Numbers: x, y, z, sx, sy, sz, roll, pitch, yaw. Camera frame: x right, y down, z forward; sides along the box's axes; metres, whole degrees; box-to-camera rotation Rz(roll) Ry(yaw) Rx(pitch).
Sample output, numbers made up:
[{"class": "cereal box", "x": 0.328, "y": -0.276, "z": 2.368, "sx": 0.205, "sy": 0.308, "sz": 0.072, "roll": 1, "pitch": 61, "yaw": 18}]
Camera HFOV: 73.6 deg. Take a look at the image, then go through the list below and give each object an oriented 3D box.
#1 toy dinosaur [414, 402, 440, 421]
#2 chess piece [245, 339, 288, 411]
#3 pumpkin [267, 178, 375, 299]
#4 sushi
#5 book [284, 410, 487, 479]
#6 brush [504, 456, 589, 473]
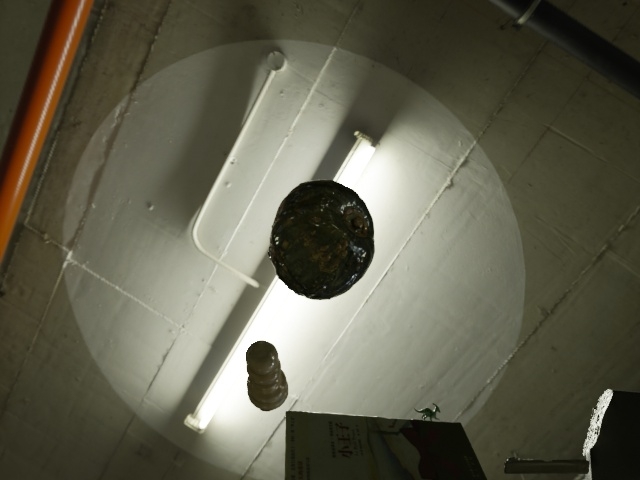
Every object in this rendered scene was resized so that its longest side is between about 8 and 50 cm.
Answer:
[{"class": "toy dinosaur", "x": 0.293, "y": 0.467, "z": 1.174, "sx": 0.021, "sy": 0.083, "sz": 0.062, "roll": 12, "pitch": -74, "yaw": -39}, {"class": "chess piece", "x": -0.171, "y": 0.409, "z": 1.336, "sx": 0.143, "sy": 0.142, "sz": 0.260, "roll": 9, "pitch": -46, "yaw": 7}, {"class": "pumpkin", "x": 0.000, "y": 0.000, "z": 1.176, "sx": 0.291, "sy": 0.327, "sz": 0.257, "roll": 42, "pitch": -48, "yaw": -18}, {"class": "sushi", "x": 0.783, "y": 0.499, "z": 1.084, "sx": 0.216, "sy": 0.212, "sz": 0.227, "roll": -1, "pitch": -106, "yaw": 20}, {"class": "book", "x": 0.094, "y": 0.326, "z": 0.590, "sx": 0.290, "sy": 0.201, "sz": 0.026, "roll": 6, "pitch": -65, "yaw": -7}, {"class": "brush", "x": 0.511, "y": 0.512, "z": 0.975, "sx": 0.191, "sy": 0.027, "sz": 0.034, "roll": -1, "pitch": -88, "yaw": 1}]
